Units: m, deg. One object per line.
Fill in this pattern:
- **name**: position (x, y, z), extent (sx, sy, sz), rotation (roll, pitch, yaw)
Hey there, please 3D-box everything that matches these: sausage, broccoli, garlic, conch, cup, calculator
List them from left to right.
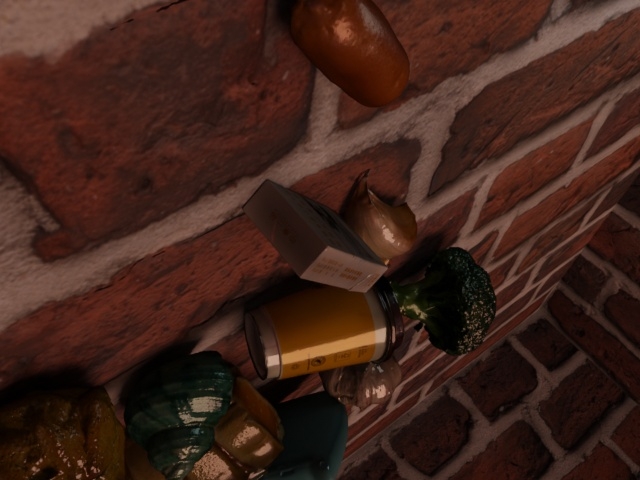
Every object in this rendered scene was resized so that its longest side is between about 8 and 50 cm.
- **conch**: position (-0.246, 0.306, 1.008), extent (0.196, 0.202, 0.134), rotation (-16, 175, 28)
- **calculator**: position (-0.058, 0.471, 1.422), extent (0.256, 0.054, 0.386), rotation (-18, -170, 8)
- **cup**: position (0.005, 0.163, 1.115), extent (0.280, 0.196, 0.196), rotation (-12, 144, -20)
- **sausage**: position (0.043, -0.228, 0.696), extent (0.098, 0.098, 0.238), rotation (-48, 154, 11)
- **garlic**: position (0.096, 0.296, 1.485), extent (0.219, 0.219, 0.212), rotation (-23, 119, -34)
- **garlic**: position (0.110, -0.021, 1.076), extent (0.128, 0.115, 0.207), rotation (-41, 152, 12)
- **broccoli**: position (0.288, 0.148, 1.460), extent (0.297, 0.297, 0.297), rotation (3, 145, -1)

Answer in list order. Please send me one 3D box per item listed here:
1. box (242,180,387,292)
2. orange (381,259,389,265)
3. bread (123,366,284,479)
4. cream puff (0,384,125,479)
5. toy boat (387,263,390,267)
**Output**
- **box**: position (0.000, 0.000, 0.916), extent (0.067, 0.149, 0.233), rotation (-45, 154, 13)
- **orange**: position (0.105, 0.035, 1.195), extent (0.086, 0.086, 0.062), rotation (-2, 96, -53)
- **bread**: position (-0.236, 0.441, 1.200), extent (0.341, 0.210, 0.300), rotation (-33, 150, -16)
- **cream puff**: position (-0.393, 0.317, 0.848), extent (0.244, 0.196, 0.244), rotation (-13, 168, -3)
- **toy boat**: position (0.112, 0.077, 1.334), extent (0.115, 0.016, 0.063), rotation (-2, 134, -52)
